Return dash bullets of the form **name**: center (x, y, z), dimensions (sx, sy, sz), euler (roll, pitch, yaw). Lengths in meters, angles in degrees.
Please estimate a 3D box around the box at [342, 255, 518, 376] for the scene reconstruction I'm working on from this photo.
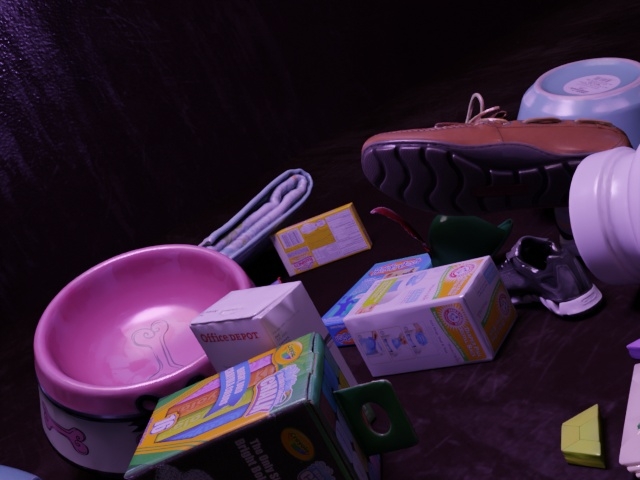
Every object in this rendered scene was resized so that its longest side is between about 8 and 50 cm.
- **box**: center (0.155, 0.108, 1.221), dimensions (0.203, 0.103, 0.114), euler (-15, 19, 39)

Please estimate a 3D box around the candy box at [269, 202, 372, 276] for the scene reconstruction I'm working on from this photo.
- **candy box**: center (0.000, 0.000, 1.860), dimensions (0.206, 0.105, 0.027), euler (-20, 17, 26)

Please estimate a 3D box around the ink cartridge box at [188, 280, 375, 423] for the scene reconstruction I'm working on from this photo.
- **ink cartridge box**: center (-0.051, 0.170, 1.145), dimensions (0.160, 0.219, 0.092), euler (-11, 22, 47)

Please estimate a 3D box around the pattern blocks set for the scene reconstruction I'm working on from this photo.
- **pattern blocks set**: center (0.368, 0.158, 0.832), dimensions (0.285, 0.026, 0.325), euler (-23, 16, 17)

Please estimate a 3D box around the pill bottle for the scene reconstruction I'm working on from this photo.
- **pill bottle**: center (0.482, -0.050, 0.974), dimensions (0.363, 0.210, 0.210), euler (-11, 22, 47)

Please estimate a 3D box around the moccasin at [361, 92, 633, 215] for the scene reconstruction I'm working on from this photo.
- **moccasin**: center (0.249, -0.125, 1.252), dimensions (0.380, 0.139, 0.147), euler (-4, 36, 16)

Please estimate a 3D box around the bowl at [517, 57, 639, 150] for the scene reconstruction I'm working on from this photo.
- **bowl**: center (0.459, -0.200, 1.460), dimensions (0.311, 0.163, 0.311), euler (-11, 27, 6)

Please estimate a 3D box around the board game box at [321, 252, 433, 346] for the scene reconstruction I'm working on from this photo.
- **board game box**: center (0.106, 0.098, 1.454), dimensions (0.160, 0.047, 0.210), euler (-14, 20, 45)

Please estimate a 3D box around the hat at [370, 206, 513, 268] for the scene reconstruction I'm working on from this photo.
- **hat**: center (0.178, -0.026, 1.358), dimensions (0.173, 0.183, 0.208), euler (-49, 1, -13)

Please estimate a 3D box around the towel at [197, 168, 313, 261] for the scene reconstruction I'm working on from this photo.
- **towel**: center (-0.197, 0.014, 1.981), dimensions (0.374, 0.090, 0.320), euler (-41, -3, -42)

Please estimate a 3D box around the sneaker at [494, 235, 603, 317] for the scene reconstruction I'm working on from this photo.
- **sneaker**: center (0.292, 0.038, 1.216), dimensions (0.078, 0.106, 0.234), euler (-31, 15, -17)

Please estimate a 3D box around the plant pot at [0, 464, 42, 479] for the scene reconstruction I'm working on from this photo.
- **plant pot**: center (-0.417, 0.383, 0.975), dimensions (0.235, 0.293, 0.293), euler (-14, 13, -7)

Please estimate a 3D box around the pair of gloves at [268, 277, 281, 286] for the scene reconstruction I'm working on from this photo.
- **pair of gloves**: center (-0.136, 0.132, 1.817), dimensions (0.159, 0.023, 0.198), euler (-30, 14, -8)

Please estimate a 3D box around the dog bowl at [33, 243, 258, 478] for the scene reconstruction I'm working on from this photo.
- **dog bowl**: center (-0.261, 0.163, 1.366), dimensions (0.408, 0.150, 0.408), euler (-7, 36, 5)

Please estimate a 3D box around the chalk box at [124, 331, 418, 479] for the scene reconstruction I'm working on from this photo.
- **chalk box**: center (-0.037, 0.236, 0.985), dimensions (0.289, 0.180, 0.179), euler (-24, 15, 9)

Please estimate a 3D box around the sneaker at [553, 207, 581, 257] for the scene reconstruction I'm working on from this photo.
- **sneaker**: center (0.466, -0.062, 1.251), dimensions (0.271, 0.108, 0.100), euler (-20, 15, 22)
